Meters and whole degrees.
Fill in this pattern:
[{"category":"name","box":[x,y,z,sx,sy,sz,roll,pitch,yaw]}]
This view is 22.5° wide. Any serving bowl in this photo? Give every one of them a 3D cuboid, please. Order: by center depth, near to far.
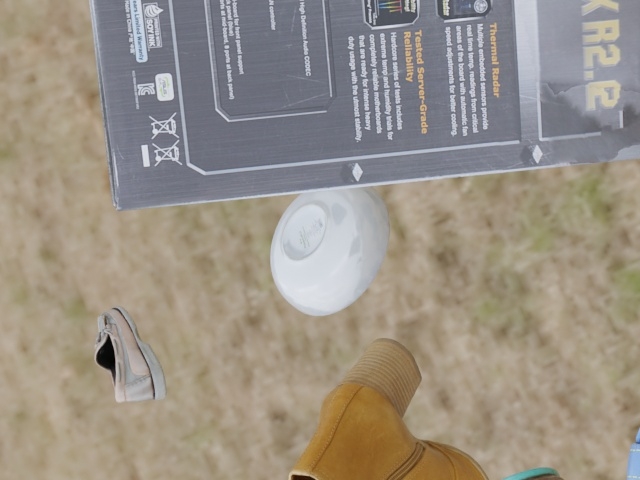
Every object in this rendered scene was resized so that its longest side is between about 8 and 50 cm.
[{"category":"serving bowl","box":[0.000,0.000,0.923,0.083,0.027,0.083,-22,55,35]}]

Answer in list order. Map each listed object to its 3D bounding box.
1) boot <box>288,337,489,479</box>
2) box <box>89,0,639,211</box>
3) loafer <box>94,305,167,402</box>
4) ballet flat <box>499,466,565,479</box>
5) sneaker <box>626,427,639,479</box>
[{"category":"boot","box":[0.063,0.260,1.519,0.104,0.211,0.295,-4,126,35]},{"category":"box","box":[0.013,-0.133,0.499,0.056,0.183,0.231,-109,13,-74]},{"category":"loafer","box":[-0.152,0.085,1.209,0.125,0.039,0.045,-139,38,-58]},{"category":"ballet flat","box":[0.096,0.189,0.925,0.221,0.076,0.079,129,132,-64]},{"category":"sneaker","box":[0.124,0.090,0.533,0.059,0.144,0.053,39,-177,23]}]
